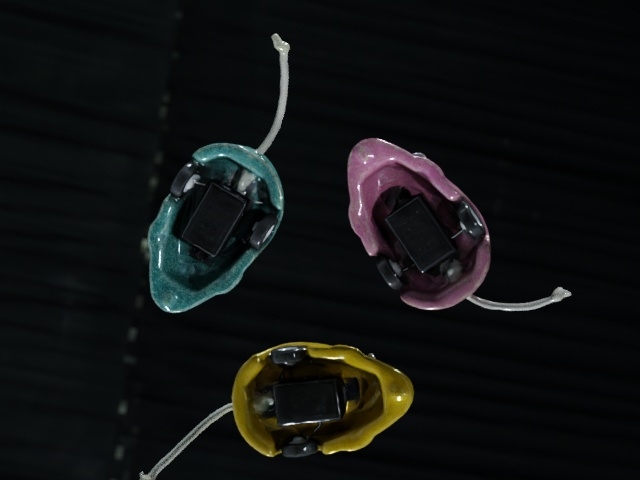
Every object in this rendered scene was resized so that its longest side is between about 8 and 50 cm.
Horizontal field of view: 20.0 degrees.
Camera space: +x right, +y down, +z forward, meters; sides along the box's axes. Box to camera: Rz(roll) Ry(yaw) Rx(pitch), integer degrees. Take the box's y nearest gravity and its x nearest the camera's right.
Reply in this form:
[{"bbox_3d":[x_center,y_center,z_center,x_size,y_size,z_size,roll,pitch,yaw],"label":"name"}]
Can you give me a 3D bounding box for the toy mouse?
[{"bbox_3d":[0.000,0.000,0.623,0.031,0.161,0.143,-27,105,-77],"label":"toy mouse"}]
